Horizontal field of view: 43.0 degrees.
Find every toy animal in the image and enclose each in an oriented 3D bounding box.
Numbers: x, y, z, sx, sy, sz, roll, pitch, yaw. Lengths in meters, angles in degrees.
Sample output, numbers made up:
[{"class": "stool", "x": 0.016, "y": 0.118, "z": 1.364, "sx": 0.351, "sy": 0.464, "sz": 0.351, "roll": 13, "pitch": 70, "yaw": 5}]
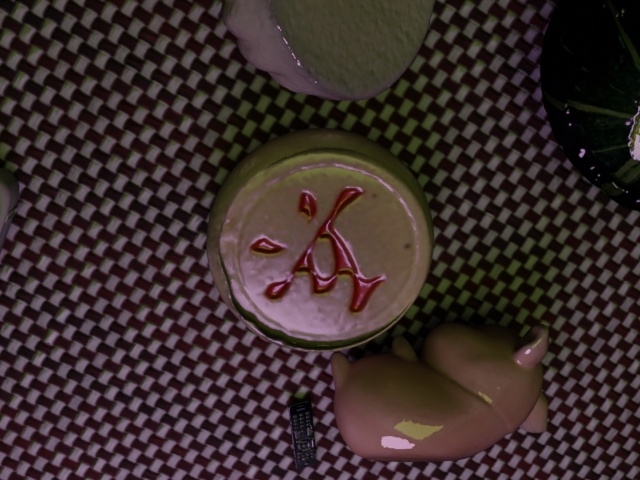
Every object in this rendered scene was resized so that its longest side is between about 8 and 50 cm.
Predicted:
[{"class": "toy animal", "x": 0.138, "y": 0.176, "z": 0.932, "sx": 0.250, "sy": 0.154, "sz": 0.166, "roll": -18, "pitch": 150, "yaw": -2}]

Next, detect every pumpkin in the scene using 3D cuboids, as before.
[{"class": "pumpkin", "x": 0.377, "y": -0.188, "z": 0.818, "sx": 0.295, "sy": 0.296, "sz": 0.296, "roll": -2, "pitch": 107, "yaw": -6}]

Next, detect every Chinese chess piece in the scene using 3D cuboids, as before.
[{"class": "Chinese chess piece", "x": 0.000, "y": 0.000, "z": 0.896, "sx": 0.249, "sy": 0.103, "sz": 0.250, "roll": -2, "pitch": 109, "yaw": -5}]

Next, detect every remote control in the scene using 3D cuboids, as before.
[{"class": "remote control", "x": -0.023, "y": 0.240, "z": 1.008, "sx": 0.034, "sy": 0.016, "sz": 0.091, "roll": -12, "pitch": 108, "yaw": -20}]

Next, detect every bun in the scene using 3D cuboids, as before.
[{"class": "bun", "x": -0.020, "y": -0.267, "z": 0.788, "sx": 0.263, "sy": 0.175, "sz": 0.263, "roll": -9, "pitch": 103, "yaw": -45}]

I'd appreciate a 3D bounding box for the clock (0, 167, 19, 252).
[{"class": "clock", "x": -0.430, "y": -0.032, "z": 0.859, "sx": 0.191, "sy": 0.062, "sz": 0.152, "roll": 22, "pitch": 103, "yaw": -11}]
